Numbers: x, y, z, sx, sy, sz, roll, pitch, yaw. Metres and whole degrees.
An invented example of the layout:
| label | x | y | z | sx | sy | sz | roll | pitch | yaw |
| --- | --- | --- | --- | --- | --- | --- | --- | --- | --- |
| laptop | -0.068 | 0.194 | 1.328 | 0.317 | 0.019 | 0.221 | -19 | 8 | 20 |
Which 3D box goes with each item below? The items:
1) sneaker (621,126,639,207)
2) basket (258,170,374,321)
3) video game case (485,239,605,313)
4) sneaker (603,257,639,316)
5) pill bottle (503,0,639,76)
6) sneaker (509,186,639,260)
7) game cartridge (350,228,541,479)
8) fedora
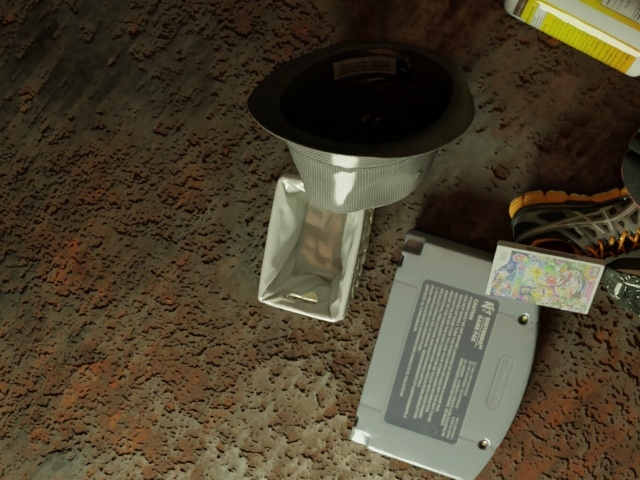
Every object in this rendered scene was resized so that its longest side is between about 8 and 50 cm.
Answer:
| label | x | y | z | sx | sy | sz | roll | pitch | yaw |
| --- | --- | --- | --- | --- | --- | --- | --- | --- | --- |
| sneaker | 0.419 | -0.171 | 1.081 | 0.116 | 0.136 | 0.314 | 42 | 133 | 29 |
| basket | 0.000 | 0.000 | 1.301 | 0.113 | 0.103 | 0.167 | 14 | 105 | 11 |
| video game case | 0.259 | 0.043 | 1.219 | 0.122 | 0.011 | 0.087 | 11 | 137 | 6 |
| sneaker | 0.459 | 0.037 | 1.196 | 0.271 | 0.100 | 0.108 | 0 | 59 | 5 |
| pill bottle | 0.319 | -0.258 | 1.153 | 0.215 | 0.117 | 0.117 | 29 | 108 | 6 |
| sneaker | 0.325 | -0.009 | 1.215 | 0.215 | 0.084 | 0.083 | -3 | 59 | 23 |
| game cartridge | 0.165 | 0.150 | 1.321 | 0.196 | 0.060 | 0.294 | 19 | 107 | 13 |
| fedora | 0.048 | -0.119 | 1.199 | 0.243 | 0.275 | 0.124 | 16 | 130 | 19 |
